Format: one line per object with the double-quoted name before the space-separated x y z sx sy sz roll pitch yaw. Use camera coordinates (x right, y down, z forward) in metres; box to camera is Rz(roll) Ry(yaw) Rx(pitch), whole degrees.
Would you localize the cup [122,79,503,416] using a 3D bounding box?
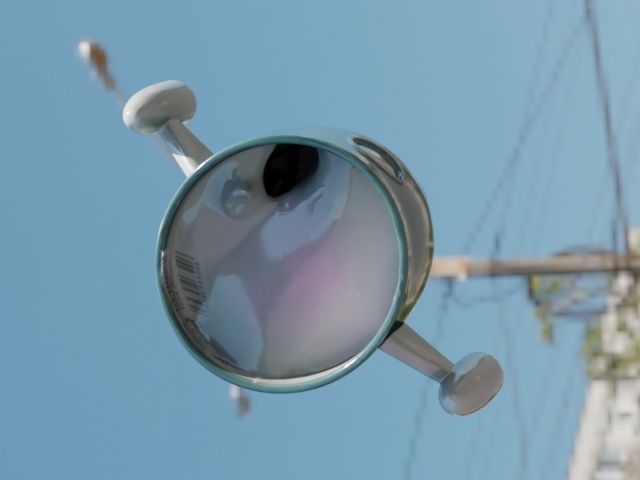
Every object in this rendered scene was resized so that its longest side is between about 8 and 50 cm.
"cup" 0.000 0.000 1.275 0.300 0.167 0.173 42 -160 7
